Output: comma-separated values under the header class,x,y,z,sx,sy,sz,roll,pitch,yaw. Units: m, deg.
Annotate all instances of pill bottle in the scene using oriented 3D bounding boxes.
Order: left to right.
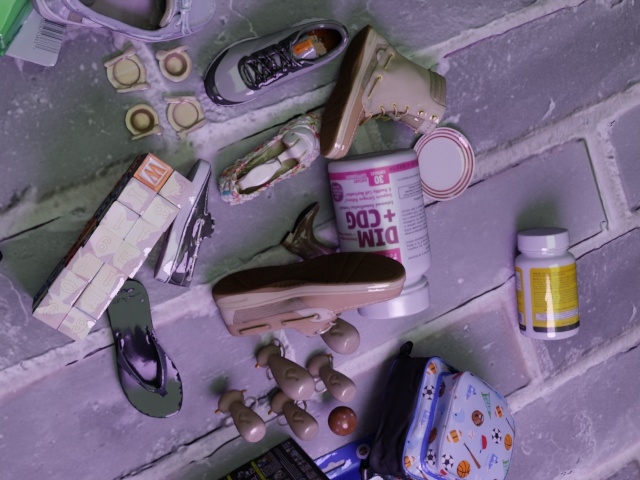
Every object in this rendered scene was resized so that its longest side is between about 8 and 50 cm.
class,x,y,z,sx,sy,sz,roll,pitch,yaw
pill bottle,0.112,-0.014,1.314,0.160,0.160,0.283,-13,100,-18
pill bottle,0.452,0.084,1.471,0.119,0.119,0.208,-9,99,-19

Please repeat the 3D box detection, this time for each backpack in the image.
class,x,y,z,sx,sy,sz,roll,pitch,yaw
backpack,0.243,0.362,1.371,0.263,0.213,0.276,36,65,-34

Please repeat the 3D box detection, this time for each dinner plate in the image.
class,x,y,z,sx,sy,sz,roll,pitch,yaw
dinner plate,0.235,-0.148,1.422,0.141,0.017,0.141,-3,97,-20

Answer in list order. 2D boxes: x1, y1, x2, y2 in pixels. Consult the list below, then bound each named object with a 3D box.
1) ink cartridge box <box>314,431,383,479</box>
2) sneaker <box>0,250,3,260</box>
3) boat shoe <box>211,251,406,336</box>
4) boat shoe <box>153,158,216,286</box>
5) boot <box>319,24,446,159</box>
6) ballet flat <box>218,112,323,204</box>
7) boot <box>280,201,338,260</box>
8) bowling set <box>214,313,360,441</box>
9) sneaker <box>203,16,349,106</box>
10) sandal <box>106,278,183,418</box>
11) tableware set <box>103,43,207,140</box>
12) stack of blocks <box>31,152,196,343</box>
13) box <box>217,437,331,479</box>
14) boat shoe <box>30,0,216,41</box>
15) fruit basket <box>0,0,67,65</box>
class,x,y,z,sx,sy,sz,roll,pitch,yaw
ink cartridge box,0.053,0.514,1.410,0.223,0.045,0.224,-22,103,-17
sneaker,-0.528,-0.072,1.117,0.121,0.079,0.217,-38,105,-11
boat shoe,-0.014,0.098,1.247,0.341,0.121,0.110,-7,112,22
boat shoe,-0.216,-0.028,1.243,0.070,0.078,0.219,18,98,-20
boot,0.118,-0.229,1.314,0.203,0.095,0.262,27,67,-23
ballet flat,-0.070,-0.140,1.279,0.241,0.077,0.091,-40,106,-13
boot,0.000,0.000,1.341,0.114,0.037,0.106,38,96,-16
bowling set,-0.034,0.272,1.322,0.287,0.154,0.200,-39,126,-14
sneaker,-0.074,-0.311,1.245,0.271,0.108,0.100,-29,106,-14
sandal,-0.305,0.192,1.240,0.097,0.054,0.254,-22,103,-17
tableware set,-0.272,-0.246,1.225,0.141,0.020,0.169,-18,101,-18
stack of blocks,-0.327,0.007,1.151,0.087,0.171,0.297,36,83,-20
box,-0.090,0.450,1.233,0.216,0.270,0.060,-27,103,-16
boat shoe,-0.271,-0.360,1.107,0.320,0.103,0.118,-10,115,-52
fruit basket,-0.506,-0.462,1.069,0.327,0.165,0.353,16,75,-21
